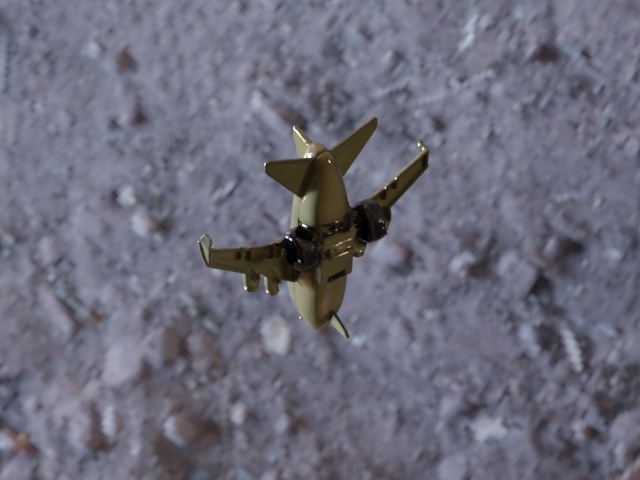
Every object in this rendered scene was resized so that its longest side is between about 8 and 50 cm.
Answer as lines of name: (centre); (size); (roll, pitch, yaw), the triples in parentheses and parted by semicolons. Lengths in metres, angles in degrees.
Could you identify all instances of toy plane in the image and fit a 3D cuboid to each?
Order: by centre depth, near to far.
toy plane: (0.000, 0.000, 1.642); (0.092, 0.229, 0.244); (48, 152, 39)
